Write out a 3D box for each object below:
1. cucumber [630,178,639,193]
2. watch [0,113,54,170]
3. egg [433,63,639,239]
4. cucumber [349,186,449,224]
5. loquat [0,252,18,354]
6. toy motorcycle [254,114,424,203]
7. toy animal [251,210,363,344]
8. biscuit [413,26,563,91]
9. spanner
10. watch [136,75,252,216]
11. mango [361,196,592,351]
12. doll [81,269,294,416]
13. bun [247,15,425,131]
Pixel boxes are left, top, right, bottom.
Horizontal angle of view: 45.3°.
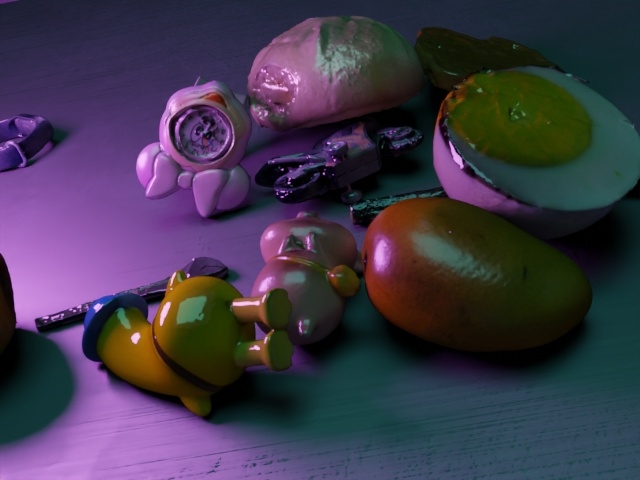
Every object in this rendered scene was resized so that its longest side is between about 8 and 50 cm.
[{"bbox_3d":[0.458,-0.108,1.279,0.285,0.056,0.056,4,38,21],"label":"cucumber"},{"bbox_3d":[-0.732,-0.227,1.791,0.206,0.068,0.193,18,48,41],"label":"watch"},{"bbox_3d":[0.317,-0.109,1.192,0.337,0.201,0.336,3,50,-4],"label":"egg"},{"bbox_3d":[0.177,-0.065,1.311,0.257,0.043,0.044,-11,40,1],"label":"cucumber"},{"bbox_3d":[-0.598,0.088,1.137,0.275,0.274,0.274,-8,35,6],"label":"loquat"},{"bbox_3d":[0.037,-0.152,1.431,0.307,0.108,0.173,-24,28,-15],"label":"toy motorcycle"},{"bbox_3d":[-0.020,0.056,1.120,0.165,0.149,0.248,11,31,6],"label":"toy animal"},{"bbox_3d":[0.346,-0.364,1.608,0.312,0.057,0.351,-1,33,-18],"label":"biscuit"},{"bbox_3d":[-0.309,0.090,1.256,0.326,0.026,0.093,-15,34,-3],"label":"spanner"},{"bbox_3d":[-0.220,-0.183,1.480,0.211,0.248,0.217,20,7,-8],"label":"watch"},{"bbox_3d":[0.203,0.051,1.040,0.318,0.172,0.211,17,42,18],"label":"mango"},{"bbox_3d":[-0.200,0.141,1.051,0.363,0.199,0.145,-10,-12,34],"label":"doll"},{"bbox_3d":[0.024,-0.343,1.528,0.365,0.202,0.364,-10,12,2],"label":"bun"}]
